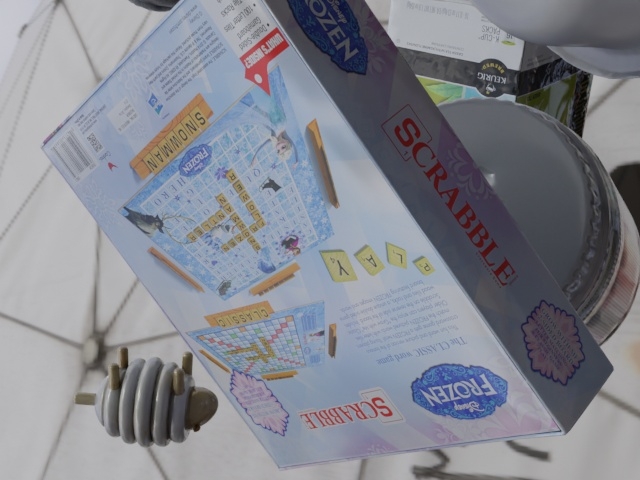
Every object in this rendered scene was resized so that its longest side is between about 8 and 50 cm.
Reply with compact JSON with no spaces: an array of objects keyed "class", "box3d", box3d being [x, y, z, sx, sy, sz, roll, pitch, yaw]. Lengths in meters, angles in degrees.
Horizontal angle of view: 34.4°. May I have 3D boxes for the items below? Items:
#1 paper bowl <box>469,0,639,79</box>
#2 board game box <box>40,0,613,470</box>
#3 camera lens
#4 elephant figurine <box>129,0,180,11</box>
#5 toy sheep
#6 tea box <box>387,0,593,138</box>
[{"class":"paper bowl","box3d":[0.163,-0.237,0.650,0.148,0.284,0.284,-27,-74,-15]},{"class":"board game box","box3d":[-0.020,0.002,0.685,0.066,0.319,0.318,-40,-80,-34]},{"class":"camera lens","box3d":[0.168,0.004,0.936,0.274,0.219,0.219,24,-110,-65]},{"class":"elephant figurine","box3d":[-0.128,-0.246,0.705,0.186,0.239,0.169,53,-149,-17]},{"class":"toy sheep","box3d":[-0.158,0.144,0.935,0.091,0.132,0.091,6,-90,-84]},{"class":"tea box","box3d":[0.261,-0.221,1.582,0.329,0.220,0.323,-27,-53,-53]}]
